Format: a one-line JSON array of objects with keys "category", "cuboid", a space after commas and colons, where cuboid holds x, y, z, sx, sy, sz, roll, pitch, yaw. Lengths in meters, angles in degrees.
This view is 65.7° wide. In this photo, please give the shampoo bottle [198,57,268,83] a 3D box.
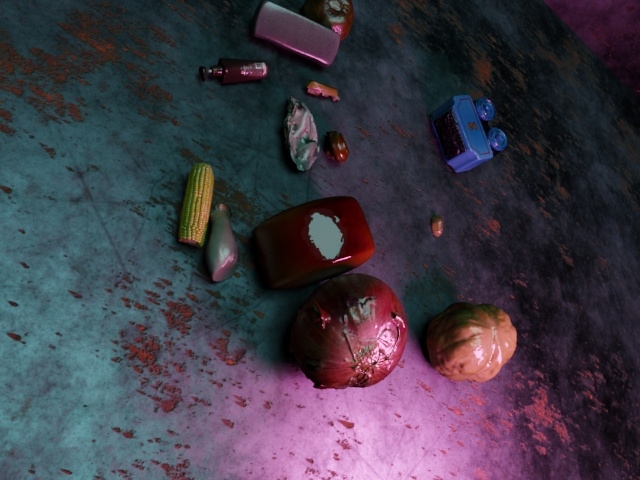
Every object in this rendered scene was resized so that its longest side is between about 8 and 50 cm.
[{"category": "shampoo bottle", "cuboid": [-0.284, -0.554, 1.622, 0.236, 0.067, 0.068, -15, 71, -35]}]

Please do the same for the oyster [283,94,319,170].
[{"category": "oyster", "cuboid": [-0.077, -0.365, 1.668, 0.199, 0.087, 0.252, -39, 102, -46]}]

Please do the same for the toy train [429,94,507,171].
[{"category": "toy train", "cuboid": [0.621, -0.461, 2.099, 0.265, 0.188, 0.300, -15, 82, -31]}]

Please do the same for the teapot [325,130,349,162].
[{"category": "teapot", "cuboid": [0.051, -0.332, 1.753, 0.098, 0.078, 0.129, 41, 30, -65]}]

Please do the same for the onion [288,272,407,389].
[{"category": "onion", "cuboid": [0.080, 0.258, 1.399, 0.353, 0.353, 0.354, 12, 66, -29]}]

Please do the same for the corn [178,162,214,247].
[{"category": "corn", "cuboid": [-0.349, -0.101, 1.398, 0.081, 0.081, 0.249, 16, 65, -27]}]

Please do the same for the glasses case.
[{"category": "glasses case", "cuboid": [-0.086, -0.742, 1.781, 0.323, 0.074, 0.131, 14, 103, -27]}]

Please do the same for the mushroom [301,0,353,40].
[{"category": "mushroom", "cuboid": [0.034, -0.876, 1.900, 0.194, 0.138, 0.232, 10, 67, -29]}]

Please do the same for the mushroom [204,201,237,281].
[{"category": "mushroom", "cuboid": [-0.283, 0.000, 1.395, 0.093, 0.116, 0.225, -14, 73, 1]}]

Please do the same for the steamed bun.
[{"category": "steamed bun", "cuboid": [0.000, 0.000, 1.481, 0.379, 0.248, 0.235, -14, 81, -37]}]

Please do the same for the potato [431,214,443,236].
[{"category": "potato", "cuboid": [0.455, -0.064, 1.928, 0.037, 0.036, 0.093, 14, 66, -32]}]

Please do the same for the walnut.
[{"category": "walnut", "cuboid": [0.498, 0.338, 1.665, 0.281, 0.277, 0.253, 16, 59, -15]}]

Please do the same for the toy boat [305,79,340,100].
[{"category": "toy boat", "cuboid": [0.011, -0.549, 1.823, 0.149, 0.049, 0.047, 7, 26, -35]}]
